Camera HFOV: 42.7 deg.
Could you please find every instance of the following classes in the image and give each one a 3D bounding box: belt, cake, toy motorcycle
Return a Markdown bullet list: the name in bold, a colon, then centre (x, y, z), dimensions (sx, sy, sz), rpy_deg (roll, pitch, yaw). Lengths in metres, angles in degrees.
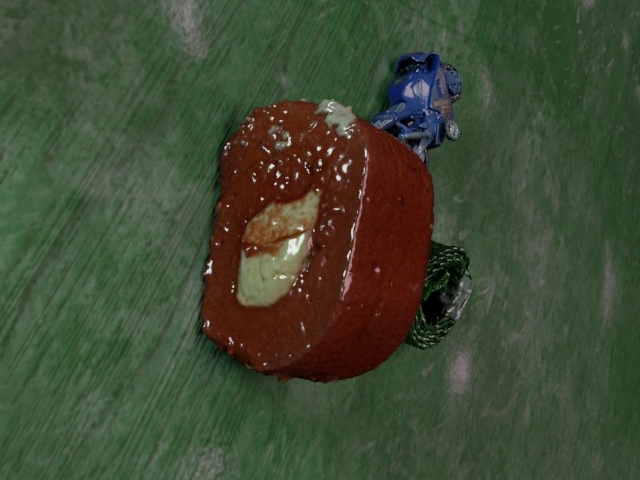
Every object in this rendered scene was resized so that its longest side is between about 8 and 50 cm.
- **belt**: centre (0.123, 0.062, 1.030), dimensions (0.151, 0.079, 0.121), rpy_deg (-42, 129, -31)
- **cake**: centre (0.000, 0.000, 0.803), dimensions (0.151, 0.177, 0.282), rpy_deg (22, 70, -47)
- **toy motorcycle**: centre (0.126, -0.175, 1.060), dimensions (0.114, 0.076, 0.205), rpy_deg (46, 55, -26)
